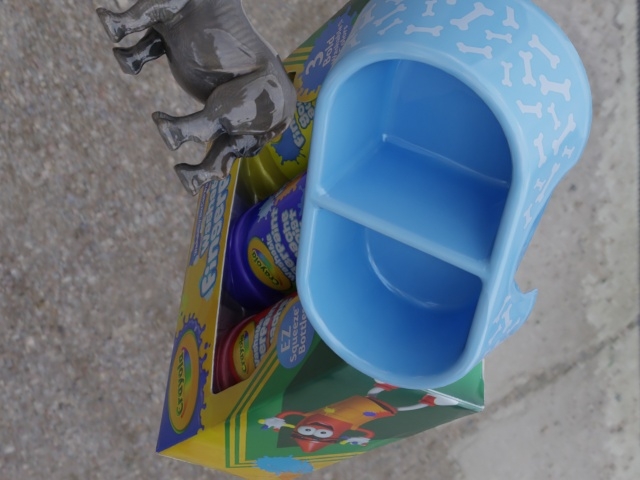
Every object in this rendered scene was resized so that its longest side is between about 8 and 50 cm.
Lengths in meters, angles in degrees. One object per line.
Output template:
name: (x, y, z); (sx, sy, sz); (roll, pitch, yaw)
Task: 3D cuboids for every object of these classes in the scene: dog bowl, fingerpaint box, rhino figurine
dog bowl: (0.065, -0.021, 0.694); (0.074, 0.166, 0.297); (-47, 155, -44)
fingerpaint box: (0.000, 0.000, 1.166); (0.163, 0.445, 0.371); (22, 148, -27)
rhino figurine: (-0.103, -0.161, 0.782); (0.106, 0.243, 0.073); (-27, 170, -9)
